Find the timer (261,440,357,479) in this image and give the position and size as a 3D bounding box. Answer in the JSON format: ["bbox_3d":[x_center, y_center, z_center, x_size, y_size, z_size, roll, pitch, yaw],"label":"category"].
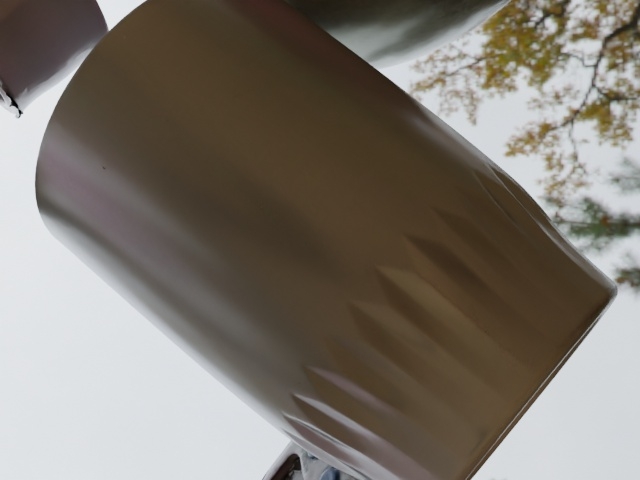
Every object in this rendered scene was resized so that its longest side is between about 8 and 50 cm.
[{"bbox_3d":[0.000,0.274,0.791,0.069,0.208,0.191,27,-68,-24],"label":"timer"}]

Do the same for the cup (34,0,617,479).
[{"bbox_3d":[0.000,0.000,0.598,0.253,0.371,0.253,-45,-19,-20],"label":"cup"}]

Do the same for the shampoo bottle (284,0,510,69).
[{"bbox_3d":[0.040,-0.317,0.739,0.322,0.317,0.323,-5,-83,-45],"label":"shampoo bottle"}]

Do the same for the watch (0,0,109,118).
[{"bbox_3d":[-0.299,-0.222,0.662,0.248,0.217,0.211,41,-108,15],"label":"watch"}]
